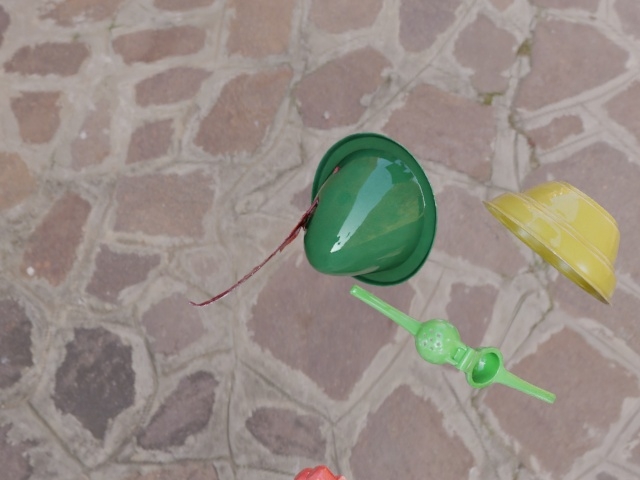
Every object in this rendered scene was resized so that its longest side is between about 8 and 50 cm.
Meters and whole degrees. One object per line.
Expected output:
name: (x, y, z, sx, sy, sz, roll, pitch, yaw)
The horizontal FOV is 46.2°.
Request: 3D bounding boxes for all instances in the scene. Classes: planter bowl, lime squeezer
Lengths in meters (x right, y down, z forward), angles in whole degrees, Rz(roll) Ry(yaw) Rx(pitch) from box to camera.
planter bowl: (0.328, -0.016, 0.998, 0.217, 0.217, 0.090, 43, 97, 23)
lime squeezer: (0.174, 0.146, 0.950, 0.310, 0.110, 0.059, 28, 77, -1)

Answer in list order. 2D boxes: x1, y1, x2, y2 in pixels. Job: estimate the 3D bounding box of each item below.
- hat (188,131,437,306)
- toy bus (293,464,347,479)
hat: (0.000, 0.000, 0.796, 0.173, 0.208, 0.183, 33, 34, 28)
toy bus: (0.061, 0.295, 0.671, 0.149, 0.220, 0.211, -40, 94, -32)
